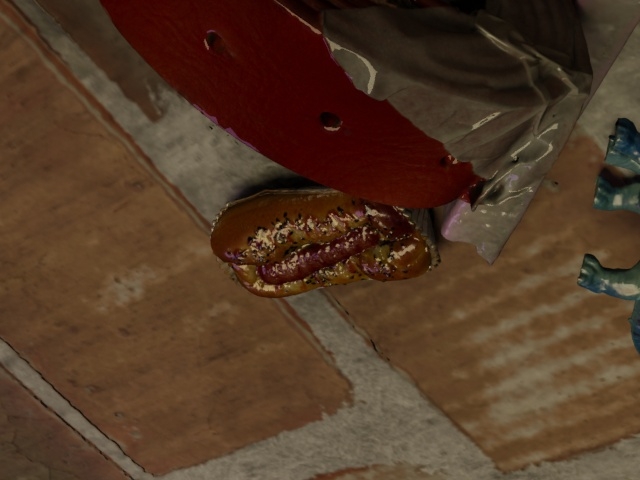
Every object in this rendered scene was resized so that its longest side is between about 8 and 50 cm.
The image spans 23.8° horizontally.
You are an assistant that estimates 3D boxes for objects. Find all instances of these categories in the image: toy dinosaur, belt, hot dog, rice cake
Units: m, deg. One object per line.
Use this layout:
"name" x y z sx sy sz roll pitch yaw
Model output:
"toy dinosaur" 0.245 -0.022 1.057 0.144 0.076 0.329 20 126 -4
"belt" 0.017 -0.155 0.921 0.324 0.227 0.115 35 137 -3
"hot dog" 0.000 0.000 1.198 0.191 0.059 0.108 -11 130 29
"rice cake" 0.160 -0.111 1.014 0.056 0.072 0.365 24 138 -2
